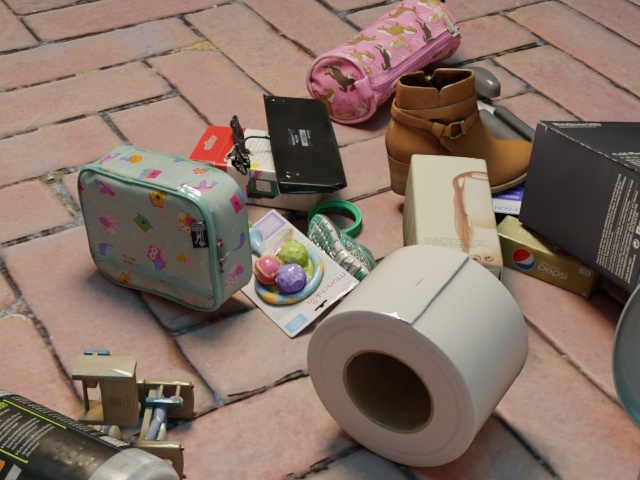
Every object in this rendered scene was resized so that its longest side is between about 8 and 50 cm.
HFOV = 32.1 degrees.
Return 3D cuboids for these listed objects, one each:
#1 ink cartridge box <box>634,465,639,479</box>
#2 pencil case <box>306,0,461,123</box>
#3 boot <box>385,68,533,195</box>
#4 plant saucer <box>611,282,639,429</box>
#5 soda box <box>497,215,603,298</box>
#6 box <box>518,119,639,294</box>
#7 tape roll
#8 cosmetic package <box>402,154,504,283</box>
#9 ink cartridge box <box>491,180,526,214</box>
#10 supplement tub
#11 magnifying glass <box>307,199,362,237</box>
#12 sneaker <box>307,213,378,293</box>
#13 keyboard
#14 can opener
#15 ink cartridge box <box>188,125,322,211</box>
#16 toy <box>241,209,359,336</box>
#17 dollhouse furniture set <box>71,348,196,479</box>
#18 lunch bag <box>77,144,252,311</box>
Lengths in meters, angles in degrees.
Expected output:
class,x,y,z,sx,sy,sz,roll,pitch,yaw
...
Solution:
class,x,y,z,sx,sy,sz,roll,pitch,yaw
ink cartridge box,0.447,0.241,1.289,0.091,0.308,0.385,22,40,24
pencil case,0.134,-0.372,2.261,0.160,0.167,0.386,47,48,4
boot,0.247,-0.195,1.884,0.283,0.220,0.109,-5,36,-6
plant saucer,0.526,0.130,1.459,0.318,0.317,0.043,-3,19,-7
soda box,0.366,0.025,1.800,0.181,0.058,0.061,23,41,26
box,0.544,-0.059,1.727,0.343,0.179,0.312,-1,23,-24
tape roll,0.127,0.150,1.459,0.246,0.246,0.169,21,41,25
cosmetic package,0.201,0.006,1.742,0.129,0.153,0.296,3,37,-1
ink cartridge box,0.265,-0.098,1.976,0.206,0.045,0.208,7,36,9
supplement tub,-0.337,0.291,1.288,0.316,0.193,0.193,19,39,22
magnifying glass,0.000,0.000,1.847,0.092,0.026,0.231,15,40,17
sneaker,0.043,0.022,1.781,0.076,0.065,0.166,-6,50,-45
keyboard,-0.070,-0.171,1.943,0.202,0.033,0.317,4,33,-10
can opener,0.337,-0.252,2.148,0.076,0.095,0.283,-12,32,-17
ink cartridge box,-0.106,-0.130,1.978,0.231,0.078,0.134,9,36,9
toy,-0.067,0.035,1.741,0.137,0.056,0.237,-39,45,-13
dollhouse furniture set,-0.233,0.199,1.426,0.129,0.183,0.129,2,36,0
lunch bag,-0.235,-0.013,1.697,0.279,0.224,0.108,17,34,30
